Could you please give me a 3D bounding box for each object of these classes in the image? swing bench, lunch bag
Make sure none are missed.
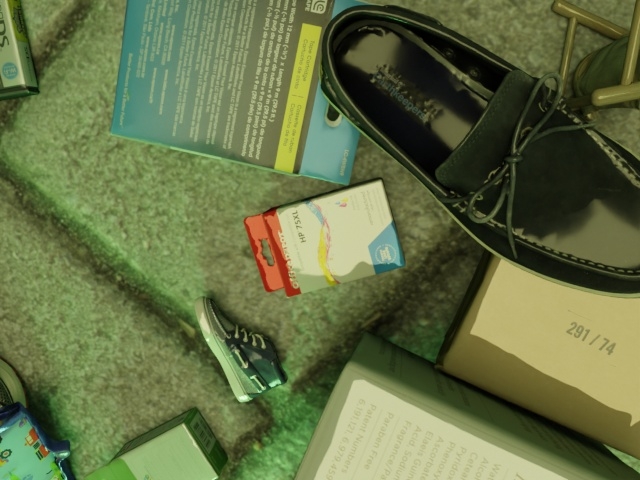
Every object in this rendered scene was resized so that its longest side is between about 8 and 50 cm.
[{"bbox_3d":[0.432,-0.224,0.706,0.254,0.253,0.165,8,101,5],"label":"swing bench"},{"bbox_3d":[-0.546,0.397,0.918,0.293,0.138,0.221,-23,121,-18],"label":"lunch bag"}]

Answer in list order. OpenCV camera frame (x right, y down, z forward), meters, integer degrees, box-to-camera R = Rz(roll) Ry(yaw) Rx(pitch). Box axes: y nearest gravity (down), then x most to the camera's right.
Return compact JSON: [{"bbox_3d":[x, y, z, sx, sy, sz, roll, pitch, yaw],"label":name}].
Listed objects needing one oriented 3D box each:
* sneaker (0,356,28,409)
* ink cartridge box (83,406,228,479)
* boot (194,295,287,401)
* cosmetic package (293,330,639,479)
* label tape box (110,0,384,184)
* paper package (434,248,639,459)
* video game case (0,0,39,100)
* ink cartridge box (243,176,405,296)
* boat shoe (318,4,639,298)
[{"bbox_3d":[-0.607,0.222,0.955,0.120,0.112,0.299,-32,96,9],"label":"sneaker"},{"bbox_3d":[-0.275,0.381,0.974,0.209,0.062,0.109,-30,96,10],"label":"ink cartridge box"},{"bbox_3d":[-0.126,0.161,0.927,0.086,0.069,0.190,-24,105,2],"label":"boot"},{"bbox_3d":[0.161,0.358,0.751,0.393,0.329,0.328,24,90,9],"label":"cosmetic package"},{"bbox_3d":[-0.101,-0.238,0.829,0.347,0.115,0.249,12,101,0],"label":"label tape box"},{"bbox_3d":[0.369,0.092,0.787,0.324,0.168,0.310,23,101,12],"label":"paper package"},{"bbox_3d":[-0.595,-0.333,0.898,0.274,0.035,0.249,-7,99,7],"label":"video game case"},{"bbox_3d":[0.000,0.000,0.875,0.230,0.078,0.134,-16,98,8],"label":"ink cartridge box"},{"bbox_3d":[0.196,-0.103,0.656,0.500,0.156,0.187,38,99,9],"label":"boat shoe"}]
